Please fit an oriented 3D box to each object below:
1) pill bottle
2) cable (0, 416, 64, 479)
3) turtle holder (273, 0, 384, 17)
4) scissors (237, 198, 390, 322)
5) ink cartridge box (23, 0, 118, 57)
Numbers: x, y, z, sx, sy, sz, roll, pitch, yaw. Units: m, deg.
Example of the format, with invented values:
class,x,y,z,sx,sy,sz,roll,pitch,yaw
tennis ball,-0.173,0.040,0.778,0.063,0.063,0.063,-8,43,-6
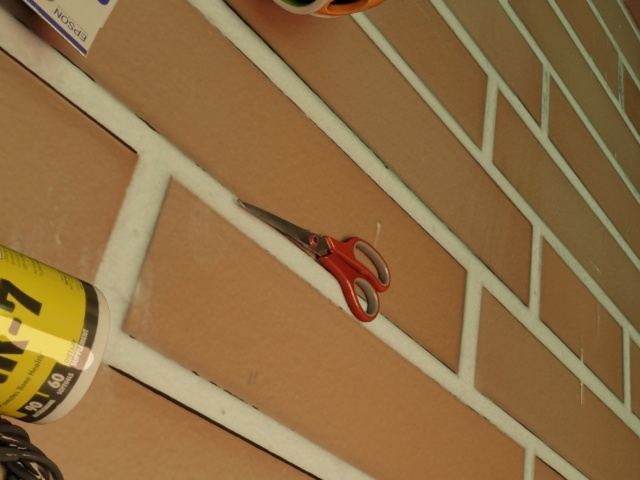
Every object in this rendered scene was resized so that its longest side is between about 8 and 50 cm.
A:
class,x,y,z,sx,sy,sz,roll,pitch,yaw
pill bottle,-0.272,0.051,0.610,0.208,0.119,0.119,30,55,-38
cable,-0.259,0.219,0.644,0.184,0.047,0.151,58,32,-27
turtle holder,-0.003,-0.430,1.040,0.227,0.243,0.320,-52,130,-28
scissors,0.000,0.000,1.077,0.297,0.021,0.109,43,50,-35
ink cartridge box,-0.247,-0.334,0.829,0.165,0.065,0.333,46,44,-34
